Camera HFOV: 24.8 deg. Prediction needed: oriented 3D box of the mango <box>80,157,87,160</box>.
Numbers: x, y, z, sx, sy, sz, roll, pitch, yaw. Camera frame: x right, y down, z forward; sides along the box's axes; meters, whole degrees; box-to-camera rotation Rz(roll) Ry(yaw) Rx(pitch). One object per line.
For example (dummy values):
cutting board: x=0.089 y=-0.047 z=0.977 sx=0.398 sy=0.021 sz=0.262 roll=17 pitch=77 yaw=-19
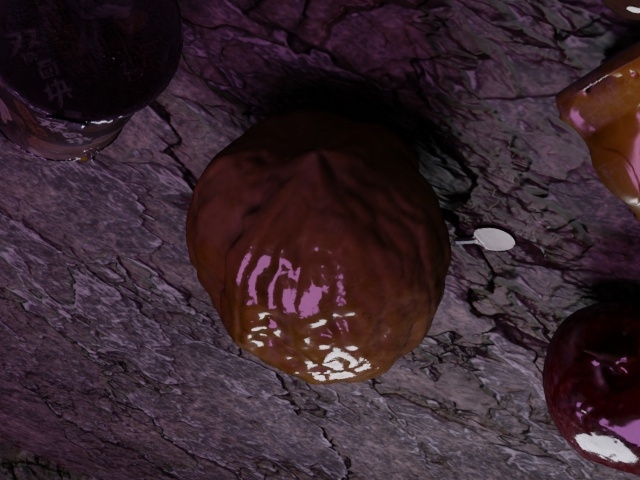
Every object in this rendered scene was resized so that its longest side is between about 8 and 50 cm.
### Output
mango: x=-0.326 y=-0.141 z=1.880 sx=0.079 sy=0.057 sz=0.114 roll=0 pitch=149 yaw=23

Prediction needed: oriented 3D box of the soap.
soap: x=0.383 y=-0.102 z=1.312 sx=0.259 sy=0.143 sz=0.281 roll=45 pitch=155 yaw=-8

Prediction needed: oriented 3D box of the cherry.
cherry: x=0.394 y=0.187 z=1.793 sx=0.230 sy=0.203 sz=0.300 roll=5 pitch=162 yaw=27

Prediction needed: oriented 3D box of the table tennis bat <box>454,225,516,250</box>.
table tennis bat: x=0.202 y=-0.002 z=1.796 sx=0.083 sy=0.007 sz=0.050 roll=-4 pitch=144 yaw=37

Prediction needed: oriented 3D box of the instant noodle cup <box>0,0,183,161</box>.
instant noodle cup: x=-0.275 y=-0.197 z=1.594 sx=0.217 sy=0.217 sz=0.207 roll=27 pitch=159 yaw=-9

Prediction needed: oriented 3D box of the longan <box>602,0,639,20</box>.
longan: x=0.277 y=-0.245 z=1.223 sx=0.106 sy=0.106 sz=0.119 roll=-1 pitch=103 yaw=38

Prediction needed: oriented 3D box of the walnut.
walnut: x=-0.003 y=0.002 z=1.662 sx=0.306 sy=0.306 sz=0.344 roll=16 pitch=145 yaw=12
